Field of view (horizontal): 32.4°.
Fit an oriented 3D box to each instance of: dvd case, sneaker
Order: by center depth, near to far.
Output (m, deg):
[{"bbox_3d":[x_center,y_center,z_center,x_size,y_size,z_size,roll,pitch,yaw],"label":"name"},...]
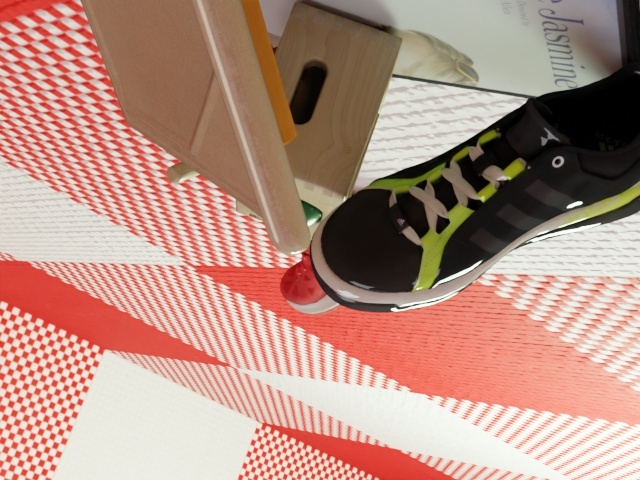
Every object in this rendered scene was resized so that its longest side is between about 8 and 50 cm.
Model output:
[{"bbox_3d":[0.098,-0.043,0.615,0.084,0.235,0.097,59,166,33],"label":"sneaker"},{"bbox_3d":[0.059,-0.142,0.646,0.253,0.022,0.180,12,162,23],"label":"dvd case"},{"bbox_3d":[0.000,0.000,1.092,0.128,0.087,0.221,37,146,-23],"label":"sneaker"}]

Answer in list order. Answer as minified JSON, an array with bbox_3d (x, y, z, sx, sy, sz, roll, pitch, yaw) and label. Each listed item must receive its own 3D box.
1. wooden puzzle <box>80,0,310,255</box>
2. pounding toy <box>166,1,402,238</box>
[{"bbox_3d":[-0.079,-0.128,0.532,0.239,0.044,0.221,41,152,52],"label":"wooden puzzle"},{"bbox_3d":[-0.021,-0.065,0.695,0.100,0.141,0.130,20,164,2],"label":"pounding toy"}]
